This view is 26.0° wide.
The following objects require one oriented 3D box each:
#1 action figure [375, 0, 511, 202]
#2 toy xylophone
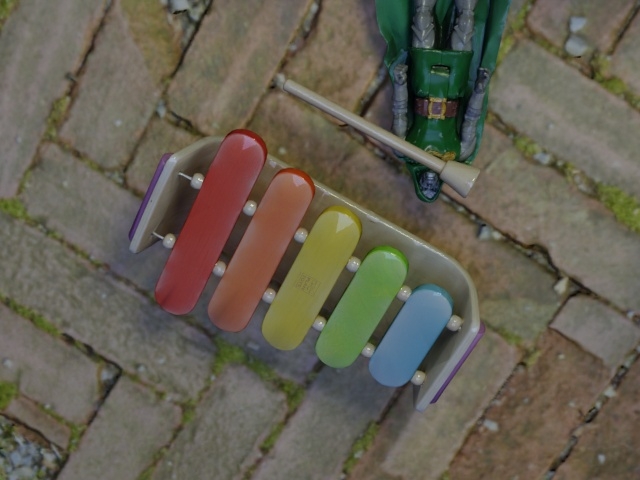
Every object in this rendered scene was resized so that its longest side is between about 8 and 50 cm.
[{"bbox_3d":[0.102,-0.143,1.186,0.137,0.063,0.232,4,111,4],"label":"action figure"},{"bbox_3d":[0.000,0.000,1.209,0.322,0.081,0.236,22,123,4],"label":"toy xylophone"}]
